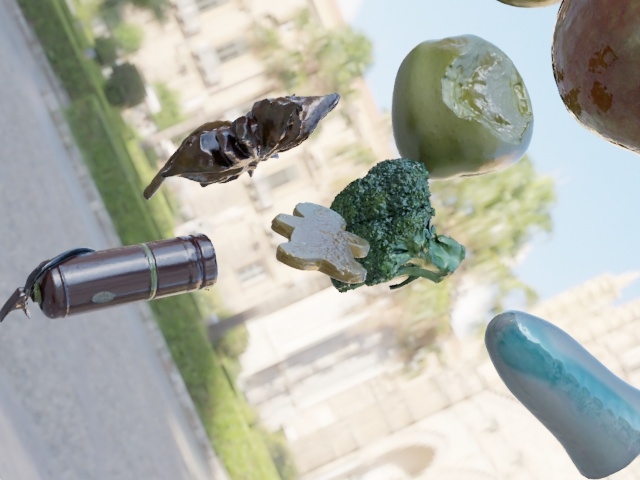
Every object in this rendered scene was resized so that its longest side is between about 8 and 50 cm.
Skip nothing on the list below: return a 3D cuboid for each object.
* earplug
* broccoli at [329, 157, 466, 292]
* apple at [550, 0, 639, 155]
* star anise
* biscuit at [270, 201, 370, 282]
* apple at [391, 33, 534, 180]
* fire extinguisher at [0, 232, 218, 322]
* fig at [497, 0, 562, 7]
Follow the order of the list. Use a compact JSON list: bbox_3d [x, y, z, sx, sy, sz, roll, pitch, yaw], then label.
[{"bbox_3d":[0.404,0.236,2.246,0.324,0.185,0.185,43,0,-15],"label":"earplug"},{"bbox_3d":[0.123,-0.014,2.213,0.241,0.261,0.269,37,-22,-17],"label":"broccoli"},{"bbox_3d":[0.377,-0.208,1.334,0.309,0.277,0.250,-97,-156,-68],"label":"apple"},{"bbox_3d":[-0.134,-0.169,2.240,0.349,0.292,0.109,-32,-106,44],"label":"star anise"},{"bbox_3d":[0.000,0.000,1.945,0.234,0.153,0.030,-101,-149,-66],"label":"biscuit"},{"bbox_3d":[0.251,-0.229,2.369,0.279,0.279,0.279,156,-90,-84],"label":"apple"},{"bbox_3d":[-0.340,0.067,2.100,0.105,0.341,0.141,61,-31,34],"label":"fire extinguisher"},{"bbox_3d":[0.301,-0.432,1.840,0.207,0.207,0.230,68,27,-22],"label":"fig"}]
